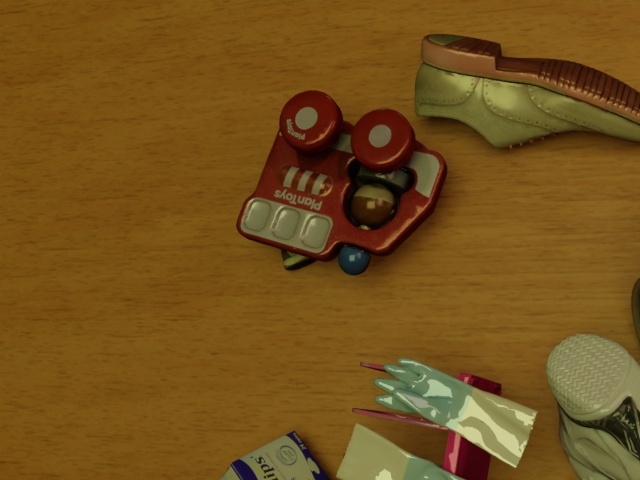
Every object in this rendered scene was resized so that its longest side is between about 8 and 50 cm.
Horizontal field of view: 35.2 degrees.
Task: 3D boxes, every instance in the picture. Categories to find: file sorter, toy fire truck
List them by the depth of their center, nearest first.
[{"bbox_3d":[0.137,0.334,1.485,0.182,0.202,0.291,7,81,23],"label":"file sorter"},{"bbox_3d":[0.037,-0.080,1.611,0.302,0.169,0.254,17,82,22],"label":"toy fire truck"}]

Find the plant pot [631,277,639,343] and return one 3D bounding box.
[{"bbox_3d":[0.591,0.126,1.366,0.229,0.263,0.263,-22,72,-4],"label":"plant pot"}]

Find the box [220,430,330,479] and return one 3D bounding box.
[{"bbox_3d":[-0.066,0.386,1.569,0.126,0.137,0.072,51,137,20],"label":"box"}]

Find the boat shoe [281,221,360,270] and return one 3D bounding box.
[{"bbox_3d":[0.000,0.000,1.674,0.152,0.056,0.049,-26,77,12],"label":"boat shoe"}]

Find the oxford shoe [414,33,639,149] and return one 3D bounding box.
[{"bbox_3d":[0.339,-0.210,1.587,0.397,0.140,0.146,20,117,17],"label":"oxford shoe"}]

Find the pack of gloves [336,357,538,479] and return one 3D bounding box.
[{"bbox_3d":[0.147,0.275,1.358,0.232,0.046,0.195,21,86,26],"label":"pack of gloves"}]

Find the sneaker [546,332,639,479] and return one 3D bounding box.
[{"bbox_3d":[0.452,0.298,1.356,0.137,0.210,0.366,-35,53,-13],"label":"sneaker"}]
